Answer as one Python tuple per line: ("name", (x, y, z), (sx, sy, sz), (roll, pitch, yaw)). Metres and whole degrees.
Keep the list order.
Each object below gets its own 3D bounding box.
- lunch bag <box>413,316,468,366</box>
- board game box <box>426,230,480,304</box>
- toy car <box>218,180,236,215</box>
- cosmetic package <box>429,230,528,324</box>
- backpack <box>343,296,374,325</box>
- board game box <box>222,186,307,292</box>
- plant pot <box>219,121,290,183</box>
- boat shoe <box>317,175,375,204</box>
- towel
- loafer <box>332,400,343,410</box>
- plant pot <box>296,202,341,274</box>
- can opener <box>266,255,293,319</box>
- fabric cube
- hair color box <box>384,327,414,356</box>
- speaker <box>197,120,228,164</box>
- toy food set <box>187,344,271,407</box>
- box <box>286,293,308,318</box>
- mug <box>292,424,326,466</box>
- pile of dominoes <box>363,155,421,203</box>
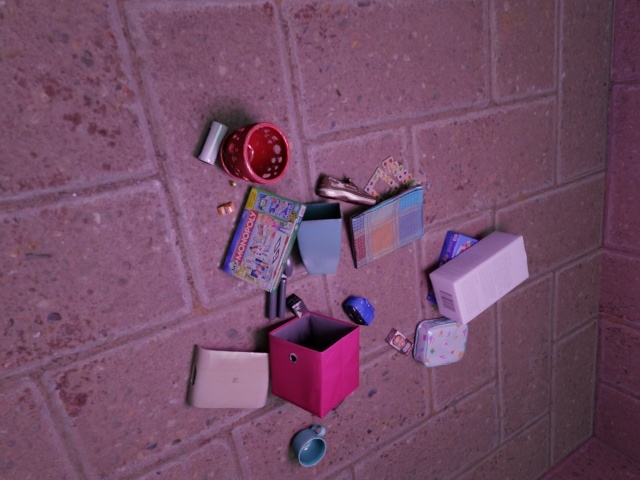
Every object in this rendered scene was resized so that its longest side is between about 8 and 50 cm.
("lunch bag", (0.591, 0.487, 2.049), (0.279, 0.108, 0.224), (-2, 99, -30))
("board game box", (0.672, 0.152, 2.035), (0.233, 0.078, 0.347), (15, 94, -31))
("toy car", (-0.319, -0.144, 1.439), (0.060, 0.040, 0.122), (-5, 104, -28))
("cosmetic package", (0.739, 0.160, 1.933), (0.453, 0.161, 0.230), (-28, 113, -21))
("backpack", (0.162, 0.290, 1.776), (0.120, 0.098, 0.101), (50, 55, -19))
("board game box", (-0.196, -0.006, 1.448), (0.046, 0.213, 0.317), (16, 93, -67))
("plant pot", (-0.223, -0.283, 1.365), (0.191, 0.174, 0.191), (-12, 107, -47))
("boat shoe", (0.114, -0.199, 1.640), (0.257, 0.095, 0.095), (9, 87, -32))
("towel", (0.290, -0.055, 1.760), (0.370, 0.040, 0.271), (-25, 128, -21))
("loafer", (0.074, 0.534, 1.777), (0.130, 0.133, 0.366), (-15, 120, -50))
("plant pot", (0.000, 0.000, 1.556), (0.165, 0.165, 0.234), (-4, 115, 2))
("can opener", (-0.153, 0.169, 1.570), (0.076, 0.095, 0.284), (-2, 102, -28))
("fabric cube", (-0.021, 0.452, 1.574), (0.259, 0.254, 0.258), (-18, 113, -51))
("hair color box", (0.373, 0.478, 1.963), (0.141, 0.043, 0.072), (39, 82, -29))
("speaker", (-0.353, -0.319, 1.372), (0.055, 0.055, 0.136), (22, 91, -31))
("toy food set", (-0.327, 0.502, 1.564), (0.306, 0.092, 0.220), (9, 97, -22))
("box", (-0.095, 0.253, 1.628), (0.052, 0.083, 0.062), (-35, 116, -18))
("mug", (-0.044, 0.867, 1.787), (0.157, 0.097, 0.130), (-26, 112, -23))
("pile of dominoes", (0.323, -0.225, 1.778), (0.251, 0.040, 0.196), (34, 84, -31))
